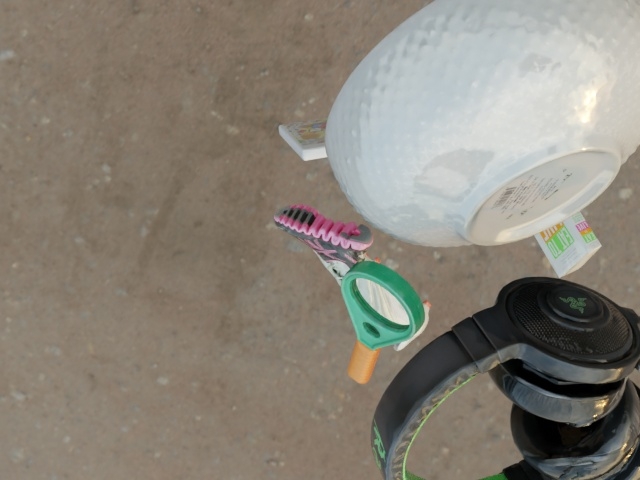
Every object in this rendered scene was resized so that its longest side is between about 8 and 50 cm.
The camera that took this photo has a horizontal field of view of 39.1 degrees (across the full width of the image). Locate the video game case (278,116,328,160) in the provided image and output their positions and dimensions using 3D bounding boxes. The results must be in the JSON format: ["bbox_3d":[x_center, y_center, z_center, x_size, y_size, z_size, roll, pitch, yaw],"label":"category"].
[{"bbox_3d":[0.039,-0.214,1.804,0.206,0.227,0.026,-10,111,-11],"label":"video game case"}]

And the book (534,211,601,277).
[{"bbox_3d":[0.309,-0.034,1.192,0.144,0.035,0.096,62,164,17],"label":"book"}]

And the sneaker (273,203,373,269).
[{"bbox_3d":[0.000,0.000,1.007,0.119,0.047,0.057,21,132,20],"label":"sneaker"}]

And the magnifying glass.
[{"bbox_3d":[0.055,0.096,0.957,0.092,0.026,0.231,35,153,15],"label":"magnifying glass"}]

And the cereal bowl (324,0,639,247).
[{"bbox_3d":[0.182,-0.095,0.862,0.339,0.141,0.339,-19,155,-9],"label":"cereal bowl"}]

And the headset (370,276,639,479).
[{"bbox_3d":[0.243,0.148,0.807,0.394,0.185,0.243,-27,129,-3],"label":"headset"}]

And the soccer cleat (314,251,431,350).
[{"bbox_3d":[0.054,0.060,1.144,0.196,0.076,0.068,40,167,-9],"label":"soccer cleat"}]
